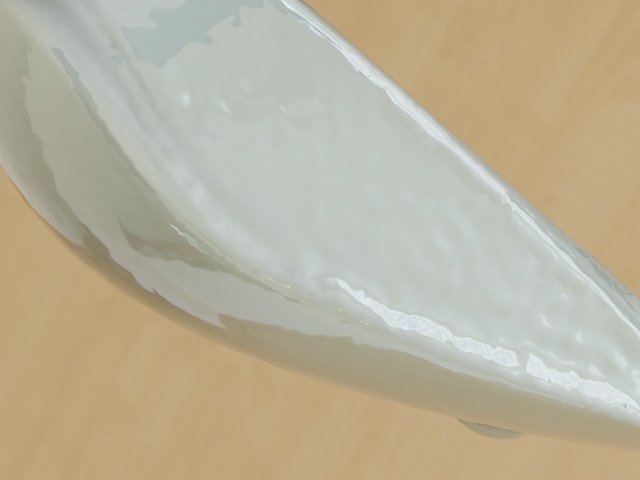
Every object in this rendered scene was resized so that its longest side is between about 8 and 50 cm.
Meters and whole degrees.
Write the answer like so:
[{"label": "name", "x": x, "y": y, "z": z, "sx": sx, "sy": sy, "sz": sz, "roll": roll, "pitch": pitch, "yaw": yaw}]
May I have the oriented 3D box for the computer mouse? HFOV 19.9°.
[{"label": "computer mouse", "x": 0.000, "y": 0.000, "z": 0.457, "sx": 0.079, "sy": 0.231, "sz": 0.128, "roll": -54, "pitch": 12, "yaw": -3}]
